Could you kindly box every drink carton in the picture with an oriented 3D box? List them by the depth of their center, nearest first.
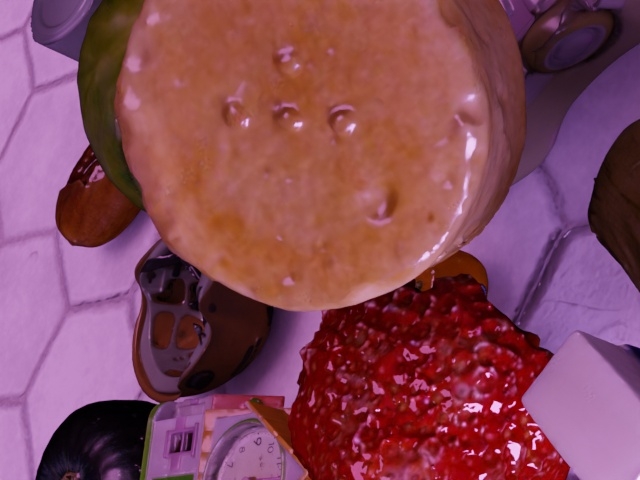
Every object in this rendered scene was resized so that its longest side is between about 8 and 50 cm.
[{"bbox_3d":[-0.274,-0.300,2.042,0.185,0.189,0.191,-20,59,36],"label":"drink carton"}]

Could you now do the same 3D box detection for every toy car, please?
[{"bbox_3d":[0.196,-0.220,1.469,0.336,0.226,0.242,-51,58,43],"label":"toy car"}]

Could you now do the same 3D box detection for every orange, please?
[{"bbox_3d":[0.128,0.049,1.493,0.083,0.083,0.084,-24,55,40],"label":"orange"}]

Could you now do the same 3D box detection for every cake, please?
[{"bbox_3d":[0.028,-0.121,1.274,0.332,0.321,0.332,5,104,19],"label":"cake"}]

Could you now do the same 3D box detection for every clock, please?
[{"bbox_3d":[-0.047,0.267,1.517,0.309,0.166,0.235,-15,61,43],"label":"clock"}]

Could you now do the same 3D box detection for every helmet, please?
[{"bbox_3d":[-0.129,0.083,1.729,0.224,0.130,0.198,-67,33,34],"label":"helmet"}]

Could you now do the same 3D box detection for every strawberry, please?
[{"bbox_3d":[0.090,0.163,1.308,0.261,0.261,0.258,3,58,49],"label":"strawberry"}]

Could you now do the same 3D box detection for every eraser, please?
[{"bbox_3d":[0.282,0.160,1.102,0.081,0.279,0.124,-53,42,18],"label":"eraser"}]

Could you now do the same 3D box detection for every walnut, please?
[{"bbox_3d":[-0.282,-0.078,2.001,0.207,0.115,0.116,-52,41,17],"label":"walnut"}]

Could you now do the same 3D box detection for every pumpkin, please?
[{"bbox_3d":[-0.230,0.293,1.717,0.233,0.163,0.233,-23,59,45],"label":"pumpkin"}]

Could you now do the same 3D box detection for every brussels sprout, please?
[{"bbox_3d":[-0.118,-0.212,1.733,0.371,0.275,0.315,-40,36,27],"label":"brussels sprout"}]

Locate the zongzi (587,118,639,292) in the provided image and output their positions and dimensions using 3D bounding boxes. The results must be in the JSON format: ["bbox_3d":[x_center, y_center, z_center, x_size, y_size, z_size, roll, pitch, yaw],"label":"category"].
[{"bbox_3d":[0.272,0.028,1.059,0.356,0.392,0.174,43,125,40],"label":"zongzi"}]
